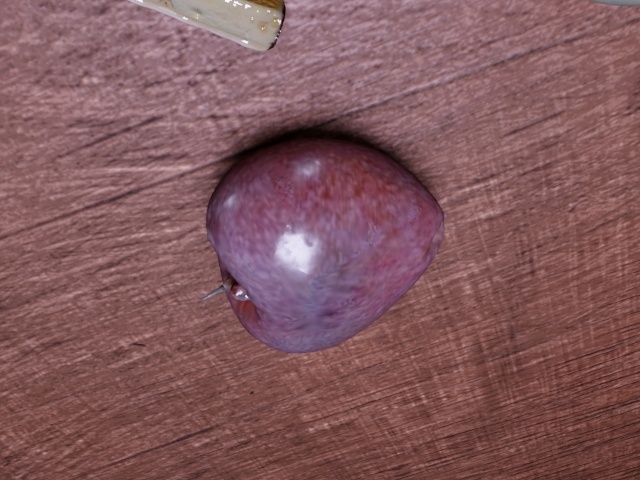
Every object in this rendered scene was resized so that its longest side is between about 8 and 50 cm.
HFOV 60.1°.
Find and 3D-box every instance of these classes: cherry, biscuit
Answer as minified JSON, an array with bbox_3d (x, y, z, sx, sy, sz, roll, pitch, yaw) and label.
[{"bbox_3d":[0.000,0.000,0.650,0.307,0.221,0.261,-18,135,-10],"label":"cherry"},{"bbox_3d":[-0.128,-0.247,0.553,0.188,0.052,0.056,18,138,-18],"label":"biscuit"}]

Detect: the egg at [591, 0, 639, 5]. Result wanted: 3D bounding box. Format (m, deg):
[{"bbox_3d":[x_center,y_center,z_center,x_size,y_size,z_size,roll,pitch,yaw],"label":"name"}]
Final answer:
[{"bbox_3d":[0.268,-0.306,0.474,0.253,0.187,0.187,14,123,-14],"label":"egg"}]
